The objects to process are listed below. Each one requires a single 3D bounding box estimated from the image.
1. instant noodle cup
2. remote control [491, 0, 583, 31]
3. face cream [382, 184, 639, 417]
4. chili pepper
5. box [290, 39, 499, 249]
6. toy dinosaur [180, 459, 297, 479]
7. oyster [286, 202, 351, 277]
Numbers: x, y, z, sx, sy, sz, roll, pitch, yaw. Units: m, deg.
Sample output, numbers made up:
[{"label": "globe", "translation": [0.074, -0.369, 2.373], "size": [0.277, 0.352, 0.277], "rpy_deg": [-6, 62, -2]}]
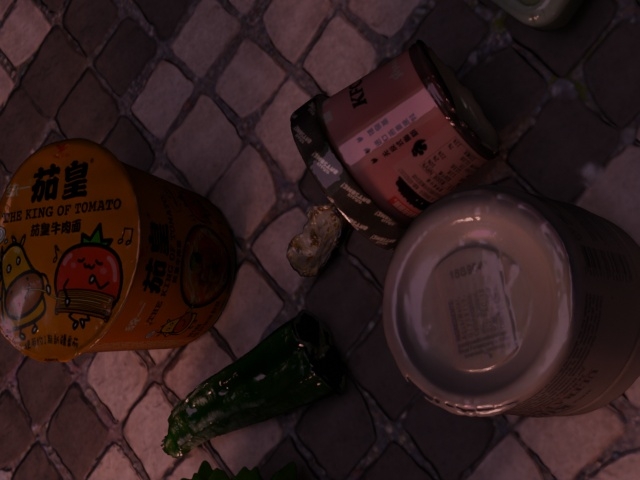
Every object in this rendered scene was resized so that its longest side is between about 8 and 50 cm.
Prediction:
[{"label": "instant noodle cup", "translation": [-0.199, 0.019, 1.346], "size": [0.216, 0.172, 0.215], "rpy_deg": [-8, 77, 36]}, {"label": "remote control", "translation": [0.126, -0.314, 1.221], "size": [0.335, 0.065, 0.128], "rpy_deg": [44, 107, 34]}, {"label": "face cream", "translation": [0.158, 0.051, 1.081], "size": [0.177, 0.153, 0.177], "rpy_deg": [-6, 80, 37]}, {"label": "chili pepper", "translation": [-0.076, 0.157, 1.305], "size": [0.227, 0.059, 0.088], "rpy_deg": [-36, 67, 30]}, {"label": "box", "translation": [0.071, -0.088, 1.179], "size": [0.135, 0.151, 0.151], "rpy_deg": [-35, 63, 19]}, {"label": "toy dinosaur", "translation": [-0.071, 0.297, 1.259], "size": [0.177, 0.152, 0.194], "rpy_deg": [100, 153, -50]}, {"label": "oyster", "translation": [0.002, -0.003, 1.294], "size": [0.054, 0.019, 0.083], "rpy_deg": [48, 113, 34]}]
